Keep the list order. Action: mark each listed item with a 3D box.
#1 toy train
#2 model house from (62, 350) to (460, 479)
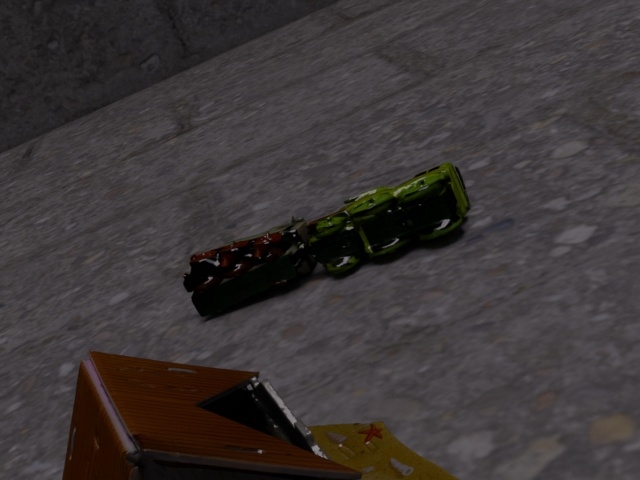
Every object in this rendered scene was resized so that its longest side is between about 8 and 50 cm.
[{"bbox_3d":[0.000,0.000,0.876,0.249,0.053,0.085,-18,12,17],"label":"toy train"},{"bbox_3d":[-0.056,0.109,0.520,0.207,0.136,0.219,-30,20,-11],"label":"model house"}]
